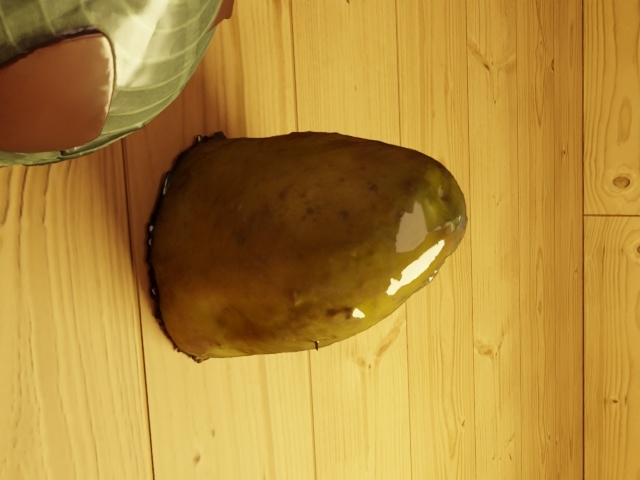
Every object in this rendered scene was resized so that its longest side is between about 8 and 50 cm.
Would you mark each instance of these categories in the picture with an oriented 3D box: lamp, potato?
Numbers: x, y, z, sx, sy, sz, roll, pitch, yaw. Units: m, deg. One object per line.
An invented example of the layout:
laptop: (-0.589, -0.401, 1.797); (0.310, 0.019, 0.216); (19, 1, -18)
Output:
lamp: (-0.163, -0.167, 0.402); (0.265, 0.233, 0.233); (-57, 135, -30)
potato: (0.000, 0.000, 0.621); (0.229, 0.266, 0.229); (2, 87, -53)
